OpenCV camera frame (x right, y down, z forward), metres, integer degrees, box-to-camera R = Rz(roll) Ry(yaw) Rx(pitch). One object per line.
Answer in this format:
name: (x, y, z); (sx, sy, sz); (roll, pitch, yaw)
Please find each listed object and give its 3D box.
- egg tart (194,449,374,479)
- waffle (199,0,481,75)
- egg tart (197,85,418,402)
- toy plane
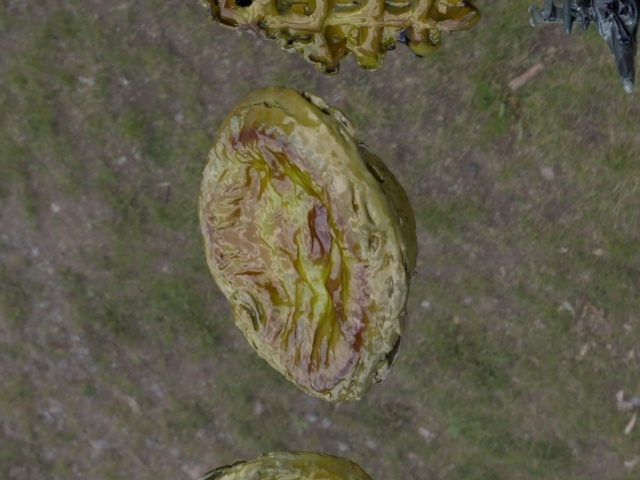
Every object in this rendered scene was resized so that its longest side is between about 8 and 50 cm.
egg tart: (-0.040, 0.229, 0.682); (0.191, 0.074, 0.191); (-5, 107, -16)
waffle: (0.009, -0.164, 0.434); (0.193, 0.070, 0.197); (19, 140, -28)
egg tart: (0.000, 0.000, 0.832); (0.294, 0.116, 0.295); (30, 128, 46)
toy plane: (0.311, -0.244, 0.956); (0.192, 0.262, 0.088); (-15, 121, 24)
